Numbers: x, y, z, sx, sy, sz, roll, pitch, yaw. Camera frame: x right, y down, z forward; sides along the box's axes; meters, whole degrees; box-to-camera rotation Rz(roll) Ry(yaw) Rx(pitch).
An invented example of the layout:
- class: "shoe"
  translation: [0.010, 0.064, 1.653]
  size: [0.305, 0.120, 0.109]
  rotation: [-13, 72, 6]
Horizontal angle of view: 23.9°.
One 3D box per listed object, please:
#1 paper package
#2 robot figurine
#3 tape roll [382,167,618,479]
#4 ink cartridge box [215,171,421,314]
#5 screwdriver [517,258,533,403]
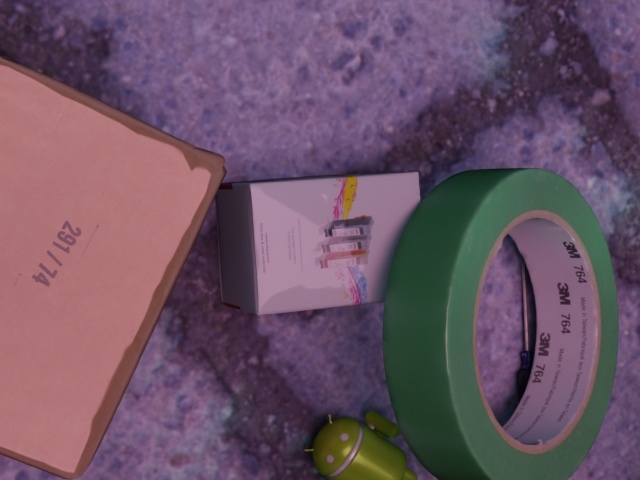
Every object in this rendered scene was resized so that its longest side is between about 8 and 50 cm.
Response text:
- class: "paper package"
  translation: [-0.293, 0.009, 1.366]
  size: [0.309, 0.168, 0.324]
  rotation: [25, 84, -16]
- class: "robot figurine"
  translation: [0.041, 0.224, 1.535]
  size: [0.115, 0.067, 0.101]
  rotation: [35, 83, -16]
- class: "tape roll"
  translation: [0.186, 0.089, 1.495]
  size: [0.321, 0.077, 0.321]
  rotation: [-1, 91, -51]
- class: "ink cartridge box"
  translation: [0.000, 0.000, 1.484]
  size: [0.176, 0.128, 0.127]
  rotation: [-4, 93, -19]
- class: "screwdriver"
  translation: [0.218, 0.104, 1.617]
  size: [0.025, 0.024, 0.169]
  rotation: [-7, 92, -47]
